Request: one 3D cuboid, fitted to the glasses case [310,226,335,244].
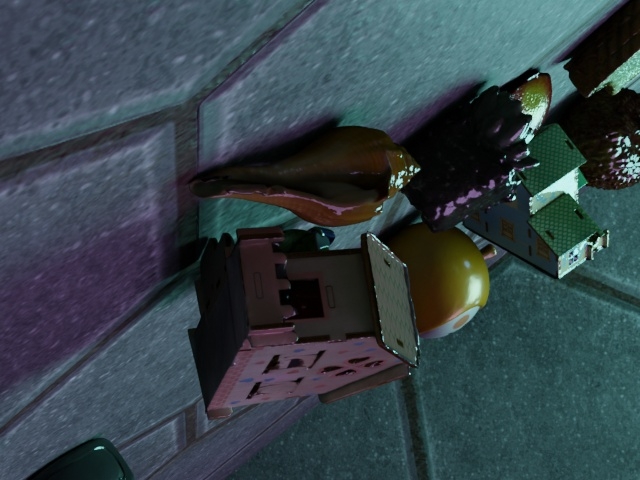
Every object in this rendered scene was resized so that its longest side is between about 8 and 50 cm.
[{"bbox_3d":[0.000,0.000,1.707,0.033,0.023,0.083,-41,168,9],"label":"glasses case"}]

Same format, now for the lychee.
[{"bbox_3d":[0.500,-0.177,2.159,0.194,0.194,0.194,-36,169,-8],"label":"lychee"}]

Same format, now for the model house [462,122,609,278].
[{"bbox_3d":[0.359,-0.091,2.074,0.178,0.271,0.206,-31,132,-23],"label":"model house"}]

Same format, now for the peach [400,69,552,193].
[{"bbox_3d":[0.230,-0.133,1.776,0.279,0.068,0.189,-43,165,29],"label":"peach"}]

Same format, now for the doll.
[{"bbox_3d":[0.212,0.052,2.120,0.236,0.213,0.213,-29,167,-25],"label":"doll"}]

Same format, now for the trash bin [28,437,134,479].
[{"bbox_3d":[-0.396,0.407,1.962,0.176,0.101,0.236,-34,172,-26],"label":"trash bin"}]

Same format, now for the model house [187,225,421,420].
[{"bbox_3d":[-0.005,0.079,1.384,0.244,0.169,0.326,-2,157,-15],"label":"model house"}]

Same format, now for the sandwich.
[{"bbox_3d":[0.465,-0.295,1.849,0.186,0.065,0.214,-42,169,20],"label":"sandwich"}]

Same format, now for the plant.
[{"bbox_3d":[0.197,-0.104,1.613,0.194,0.132,0.129,-35,164,3],"label":"plant"}]

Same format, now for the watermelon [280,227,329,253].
[{"bbox_3d":[-0.029,0.031,1.553,0.109,0.109,0.109,-36,169,-8],"label":"watermelon"}]

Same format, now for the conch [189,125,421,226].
[{"bbox_3d":[-0.006,-0.057,1.273,0.330,0.109,0.093,-14,163,-40],"label":"conch"}]
